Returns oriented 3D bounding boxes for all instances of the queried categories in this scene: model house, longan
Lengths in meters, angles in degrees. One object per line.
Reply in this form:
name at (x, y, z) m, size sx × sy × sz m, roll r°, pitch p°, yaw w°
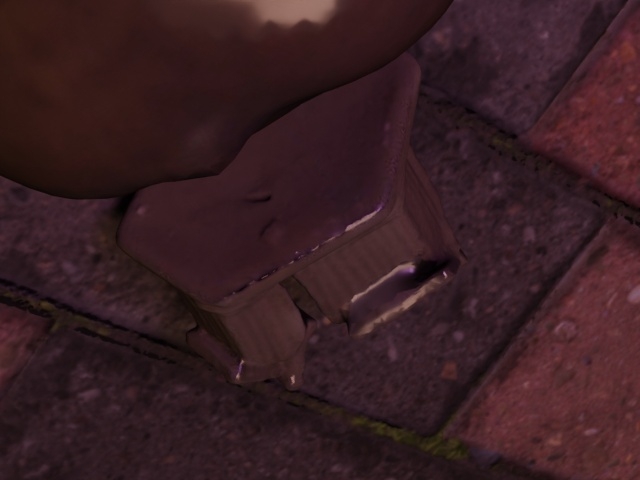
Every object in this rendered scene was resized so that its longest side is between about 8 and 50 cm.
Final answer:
model house at (0.001, 0.001, 1.091) m, size 0.229 × 0.122 × 0.188 m, roll -32°, pitch 137°, yaw 1°
longan at (-0.072, -0.175, 0.828) m, size 0.350 × 0.288 × 0.288 m, roll -39°, pitch 132°, yaw 13°
